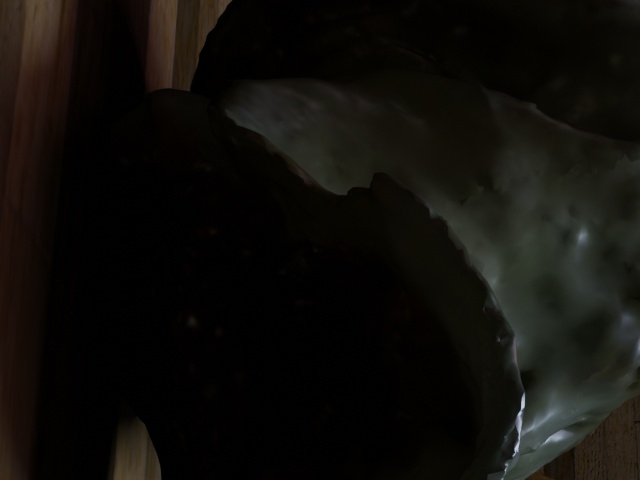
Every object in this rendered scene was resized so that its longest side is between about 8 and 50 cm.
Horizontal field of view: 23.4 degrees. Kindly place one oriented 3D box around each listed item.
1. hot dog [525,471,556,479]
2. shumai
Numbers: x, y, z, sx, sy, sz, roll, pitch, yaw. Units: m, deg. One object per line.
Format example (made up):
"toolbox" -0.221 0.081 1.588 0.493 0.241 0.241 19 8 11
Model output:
"hot dog" 0.058 0.256 1.032 0.405 0.223 0.185 77 36 -65
"shumai" 0.025 0.057 0.667 0.330 0.291 0.288 116 -11 -50
